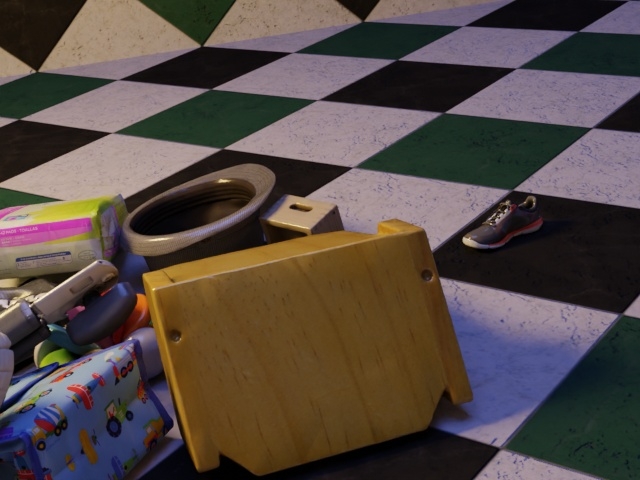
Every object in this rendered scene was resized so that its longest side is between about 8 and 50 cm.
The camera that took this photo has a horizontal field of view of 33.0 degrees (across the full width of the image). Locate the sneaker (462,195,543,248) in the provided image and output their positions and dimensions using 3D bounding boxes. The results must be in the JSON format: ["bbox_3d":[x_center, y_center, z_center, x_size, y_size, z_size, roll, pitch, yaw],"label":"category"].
[{"bbox_3d":[0.295,-0.035,1.769,0.158,0.064,0.061,-22,28,-29],"label":"sneaker"}]

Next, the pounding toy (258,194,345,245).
[{"bbox_3d":[0.000,0.000,1.726,0.141,0.130,0.100,13,43,38],"label":"pounding toy"}]

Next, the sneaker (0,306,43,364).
[{"bbox_3d":[-0.516,0.161,1.555,0.130,0.087,0.227,6,29,46],"label":"sneaker"}]

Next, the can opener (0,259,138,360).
[{"bbox_3d":[-0.370,0.127,1.386,0.283,0.076,0.095,-35,66,-9],"label":"can opener"}]

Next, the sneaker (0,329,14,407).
[{"bbox_3d":[-0.447,0.232,1.133,0.130,0.330,0.147,3,-16,39],"label":"sneaker"}]

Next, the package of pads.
[{"bbox_3d":[-0.447,-0.011,1.817,0.229,0.101,0.296,-8,9,-2],"label":"package of pads"}]

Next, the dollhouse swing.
[{"bbox_3d":[-0.041,0.131,1.430,0.347,0.315,0.305,-13,-10,-15],"label":"dollhouse swing"}]

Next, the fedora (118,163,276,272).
[{"bbox_3d":[-0.188,-0.011,1.786,0.275,0.124,0.244,-27,27,-19],"label":"fedora"}]

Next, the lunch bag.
[{"bbox_3d":[-0.370,0.239,1.321,0.293,0.138,0.221,-8,20,31],"label":"lunch bag"}]

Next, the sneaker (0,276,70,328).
[{"bbox_3d":[-0.477,0.102,1.688,0.234,0.078,0.106,0,19,13],"label":"sneaker"}]

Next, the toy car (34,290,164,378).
[{"bbox_3d":[-0.308,0.130,1.492,0.182,0.136,0.159,-24,29,-33],"label":"toy car"}]
